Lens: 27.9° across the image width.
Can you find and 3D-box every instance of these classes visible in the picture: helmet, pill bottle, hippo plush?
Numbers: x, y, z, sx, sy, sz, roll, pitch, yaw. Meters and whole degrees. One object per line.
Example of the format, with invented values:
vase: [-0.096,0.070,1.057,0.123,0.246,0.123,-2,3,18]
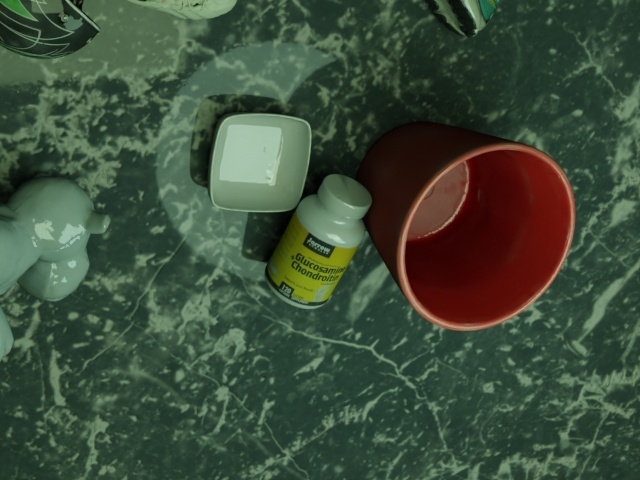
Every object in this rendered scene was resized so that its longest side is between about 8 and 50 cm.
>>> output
helmet: [-0.341,-0.300,1.534,0.169,0.169,0.161,9,89,-26]
pill bottle: [0.000,0.000,1.816,0.103,0.103,0.184,11,125,-27]
hippo plush: [-0.417,-0.009,1.636,0.236,0.234,0.294,-33,142,-42]

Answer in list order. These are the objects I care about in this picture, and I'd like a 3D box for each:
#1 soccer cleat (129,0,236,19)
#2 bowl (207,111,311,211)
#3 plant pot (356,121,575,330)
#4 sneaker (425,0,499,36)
soccer cleat: [-0.194,-0.318,1.641,0.196,0.076,0.068,7,108,-26]
bowl: [-0.090,-0.114,1.785,0.142,0.053,0.142,1,112,-24]
plant pot: [0.184,-0.043,1.822,0.275,0.243,0.275,-8,114,-20]
sneaker: [0.169,-0.411,1.762,0.110,0.107,0.275,-48,128,-21]
